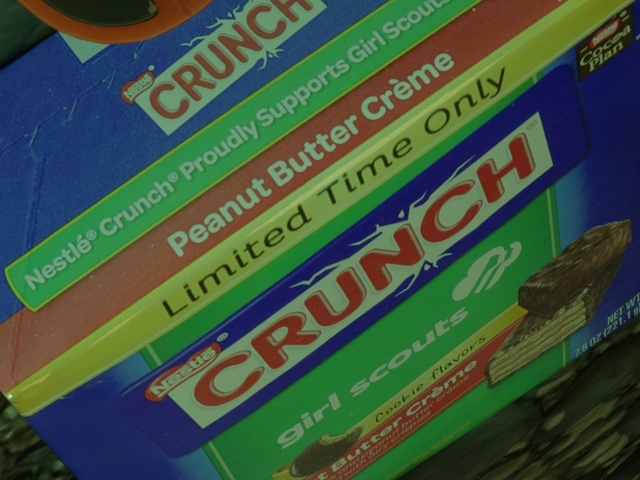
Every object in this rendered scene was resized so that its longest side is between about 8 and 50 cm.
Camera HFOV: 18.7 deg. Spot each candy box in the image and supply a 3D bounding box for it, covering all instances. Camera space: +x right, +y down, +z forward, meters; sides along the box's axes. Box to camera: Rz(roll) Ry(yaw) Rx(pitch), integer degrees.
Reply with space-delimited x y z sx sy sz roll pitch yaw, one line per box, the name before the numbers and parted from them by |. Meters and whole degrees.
candy box | 0.000 0.000 0.799 0.268 0.122 0.317 -34 154 -6

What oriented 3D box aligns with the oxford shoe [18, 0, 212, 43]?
oxford shoe | 0.009 -0.173 0.550 0.271 0.097 0.098 -37 -161 22
